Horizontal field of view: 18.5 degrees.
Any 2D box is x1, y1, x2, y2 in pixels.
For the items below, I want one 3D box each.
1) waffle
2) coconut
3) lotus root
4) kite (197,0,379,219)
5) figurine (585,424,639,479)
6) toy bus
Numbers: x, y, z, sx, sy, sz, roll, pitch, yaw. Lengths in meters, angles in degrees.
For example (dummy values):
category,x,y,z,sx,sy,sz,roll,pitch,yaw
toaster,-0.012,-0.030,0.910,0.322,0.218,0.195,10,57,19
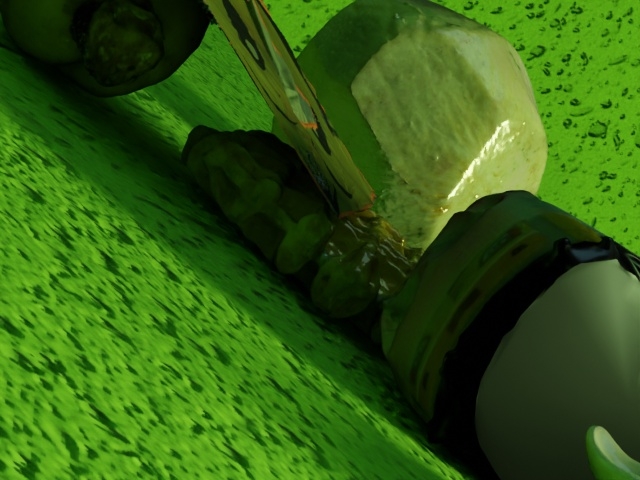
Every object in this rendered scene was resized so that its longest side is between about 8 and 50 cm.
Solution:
category,x,y,z,sx,sy,sz,roll,pitch,yaw
waffle,0.000,0.000,1.316,0.229,0.057,0.219,37,7,-2
coconut,0.068,-0.093,1.632,0.197,0.237,0.237,-18,47,-37
lotus root,-0.144,-0.173,1.358,0.154,0.140,0.257,24,14,-21
kite,-0.036,-0.125,1.319,0.377,0.013,0.327,51,13,-47
figurine,0.209,0.184,0.976,0.235,0.127,0.155,35,16,14
toy bus,0.200,0.109,1.232,0.386,0.171,0.162,32,4,-32
